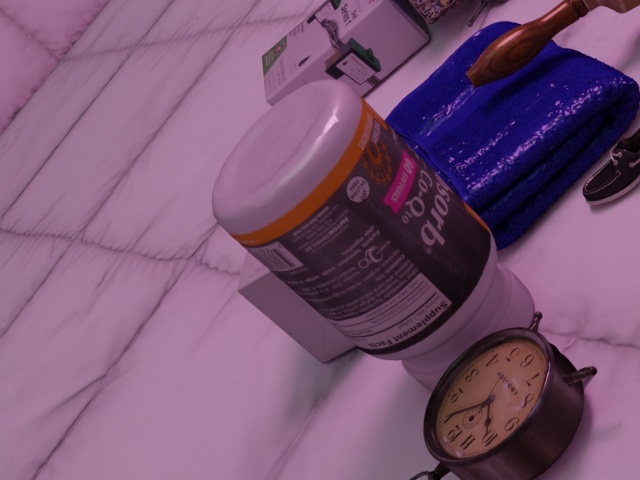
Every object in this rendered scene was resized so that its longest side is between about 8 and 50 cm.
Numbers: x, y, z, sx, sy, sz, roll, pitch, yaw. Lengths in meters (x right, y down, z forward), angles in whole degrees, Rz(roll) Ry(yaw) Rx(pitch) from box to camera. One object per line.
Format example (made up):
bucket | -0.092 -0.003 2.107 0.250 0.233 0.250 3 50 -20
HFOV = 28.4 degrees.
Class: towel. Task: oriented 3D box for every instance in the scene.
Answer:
towel | 0.180 -0.126 1.324 0.227 0.076 0.308 -46 25 4

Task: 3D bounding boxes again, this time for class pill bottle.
pill bottle | 0.052 0.005 1.100 0.162 0.278 0.162 -36 28 23

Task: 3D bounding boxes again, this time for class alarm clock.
alarm clock | 0.134 0.151 1.014 0.192 0.064 0.129 -43 26 5

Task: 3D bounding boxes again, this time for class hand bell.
hand bell | 0.251 -0.230 1.268 0.242 0.126 0.126 -35 27 9

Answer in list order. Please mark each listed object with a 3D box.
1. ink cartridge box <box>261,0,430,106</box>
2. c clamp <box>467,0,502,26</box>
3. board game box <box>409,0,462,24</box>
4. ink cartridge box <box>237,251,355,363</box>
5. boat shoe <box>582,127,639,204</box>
ink cartridge box | 0.031 -0.264 1.734 0.219 0.092 0.160 -40 27 17
c clamp | 0.263 -0.331 1.557 0.160 0.022 0.137 -24 28 42
board game box | 0.181 -0.466 1.620 0.291 0.141 0.232 -37 46 13
ink cartridge box | 0.000 0.000 1.357 0.078 0.134 0.231 -32 29 30
boat shoe | 0.284 -0.079 1.138 0.125 0.038 0.046 -34 28 26
